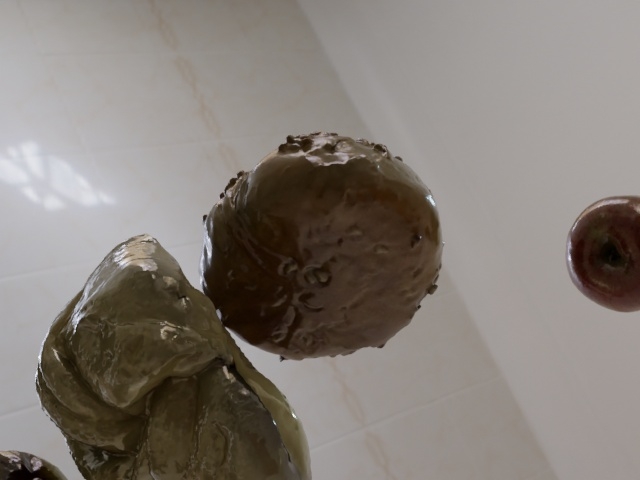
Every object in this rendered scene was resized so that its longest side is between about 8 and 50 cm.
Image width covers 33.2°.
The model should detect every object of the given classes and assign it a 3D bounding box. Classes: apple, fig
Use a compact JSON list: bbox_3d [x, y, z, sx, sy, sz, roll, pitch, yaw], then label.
[{"bbox_3d":[0.380,0.014,1.334,0.146,0.131,0.146,1,-87,31],"label":"apple"},{"bbox_3d":[-0.363,0.314,1.264,0.153,0.136,0.120,22,-62,29],"label":"fig"}]

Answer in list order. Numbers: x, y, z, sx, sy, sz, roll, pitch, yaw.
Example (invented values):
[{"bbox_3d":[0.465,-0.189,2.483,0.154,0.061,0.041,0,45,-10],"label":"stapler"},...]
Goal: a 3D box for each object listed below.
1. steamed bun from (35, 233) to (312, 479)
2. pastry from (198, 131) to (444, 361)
[{"bbox_3d":[-0.178,0.185,1.208,0.372,0.230,0.325,56,-16,3],"label":"steamed bun"},{"bbox_3d":[0.000,0.000,1.307,0.315,0.285,0.184,-53,-157,34],"label":"pastry"}]
